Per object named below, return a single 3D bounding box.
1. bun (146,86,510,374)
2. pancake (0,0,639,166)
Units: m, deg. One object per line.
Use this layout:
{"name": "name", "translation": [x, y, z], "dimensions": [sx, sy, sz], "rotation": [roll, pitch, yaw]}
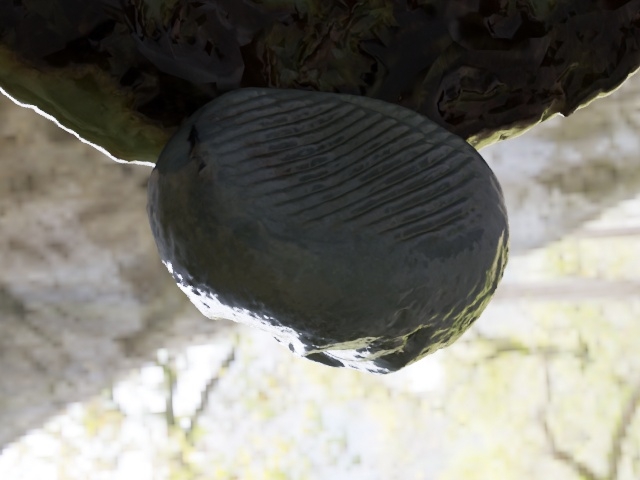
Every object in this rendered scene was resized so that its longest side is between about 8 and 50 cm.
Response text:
{"name": "bun", "translation": [0.000, 0.000, 0.724], "dimensions": [0.141, 0.140, 0.083], "rotation": [-92, 18, -57]}
{"name": "pancake", "translation": [-0.034, -0.168, 0.844], "dimensions": [0.067, 0.426, 0.305], "rotation": [-175, 76, -68]}
